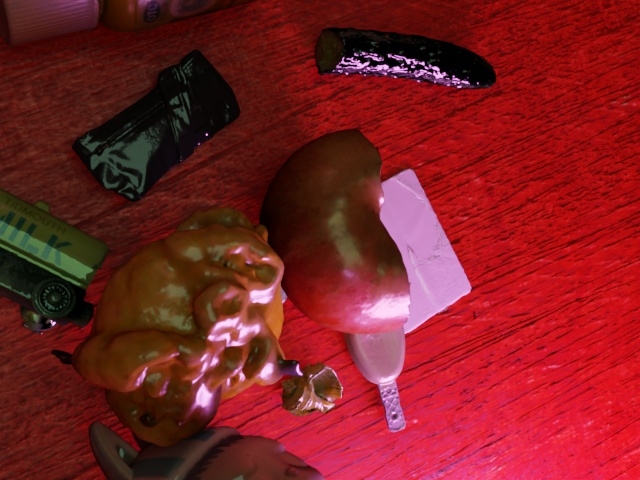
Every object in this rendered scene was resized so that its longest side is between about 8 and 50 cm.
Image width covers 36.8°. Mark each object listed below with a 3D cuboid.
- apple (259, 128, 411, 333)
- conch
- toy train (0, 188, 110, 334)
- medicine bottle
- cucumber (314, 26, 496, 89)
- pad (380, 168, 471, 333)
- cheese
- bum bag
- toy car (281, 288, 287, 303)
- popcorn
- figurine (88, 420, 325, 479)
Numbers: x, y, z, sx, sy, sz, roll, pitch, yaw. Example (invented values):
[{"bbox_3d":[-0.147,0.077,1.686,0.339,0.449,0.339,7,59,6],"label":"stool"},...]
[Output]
[{"bbox_3d":[0.000,0.000,1.352,0.163,0.251,0.293,-11,85,-16],"label":"apple"},{"bbox_3d":[-0.011,0.220,1.417,0.121,0.074,0.089,25,114,-38],"label":"conch"},{"bbox_3d":[-0.401,0.014,1.277,0.253,0.105,0.157,30,63,-17],"label":"toy train"},{"bbox_3d":[-0.253,-0.394,1.279,0.384,0.224,0.224,-19,94,-21],"label":"medicine bottle"},{"bbox_3d":[0.141,-0.283,1.504,0.303,0.072,0.081,1,85,-21],"label":"cucumber"},{"bbox_3d":[0.134,0.018,1.522,0.156,0.004,0.232,-30,98,-20],"label":"pad"},{"bbox_3d":[0.096,0.200,1.479,0.097,0.037,0.192,-14,92,-18],"label":"cheese"},{"bbox_3d":[-0.226,-0.161,1.366,0.248,0.060,0.123,-41,102,-19],"label":"bum bag"},{"bbox_3d":[-0.101,0.056,1.414,0.122,0.035,0.059,35,79,-22],"label":"toy car"},{"bbox_3d":[-0.152,0.117,1.240,0.281,0.297,0.316,21,63,15],"label":"popcorn"},{"bbox_3d":[-0.138,0.360,1.310,0.266,0.361,0.378,-26,63,-23],"label":"figurine"}]
